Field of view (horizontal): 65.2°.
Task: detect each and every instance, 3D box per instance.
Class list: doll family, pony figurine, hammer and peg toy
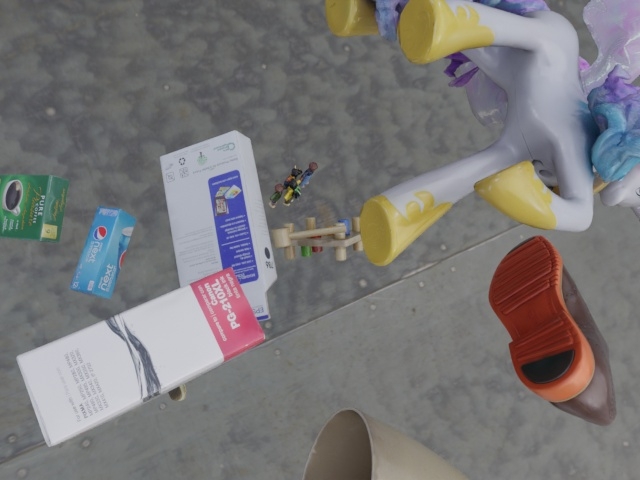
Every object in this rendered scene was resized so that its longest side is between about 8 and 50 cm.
[{"bbox_3d":[-0.076,-0.169,1.474,0.076,0.111,0.193,31,58,1],"label":"doll family"},{"bbox_3d":[0.192,-0.151,0.446,0.364,0.303,0.350,-5,81,-30],"label":"pony figurine"},{"bbox_3d":[0.000,0.000,1.671,0.266,0.361,0.127,0,99,22],"label":"hammer and peg toy"}]

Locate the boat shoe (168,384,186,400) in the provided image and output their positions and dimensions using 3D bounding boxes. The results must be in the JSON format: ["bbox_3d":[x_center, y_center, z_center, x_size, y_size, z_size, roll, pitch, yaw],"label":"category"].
[{"bbox_3d":[-0.421,0.399,1.436,0.050,0.045,0.135,-27,59,2],"label":"boat shoe"}]

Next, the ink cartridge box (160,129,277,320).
[{"bbox_3d":[-0.177,-0.011,0.883,0.166,0.065,0.332,-13,80,18],"label":"ink cartridge box"}]

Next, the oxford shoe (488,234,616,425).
[{"bbox_3d":[0.270,0.094,0.590,0.098,0.097,0.271,40,34,-15],"label":"oxford shoe"}]

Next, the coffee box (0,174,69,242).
[{"bbox_3d":[-0.515,-0.055,0.855,0.184,0.040,0.113,2,83,24],"label":"coffee box"}]

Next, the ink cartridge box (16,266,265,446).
[{"bbox_3d":[-0.207,0.138,0.600,0.237,0.172,0.100,-23,81,-25],"label":"ink cartridge box"}]

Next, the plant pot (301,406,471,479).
[{"bbox_3d":[0.137,0.441,0.832,0.274,0.256,0.256,22,69,-16],"label":"plant pot"}]

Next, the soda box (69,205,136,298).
[{"bbox_3d":[-0.518,0.028,1.200,0.067,0.071,0.210,7,73,16],"label":"soda box"}]
